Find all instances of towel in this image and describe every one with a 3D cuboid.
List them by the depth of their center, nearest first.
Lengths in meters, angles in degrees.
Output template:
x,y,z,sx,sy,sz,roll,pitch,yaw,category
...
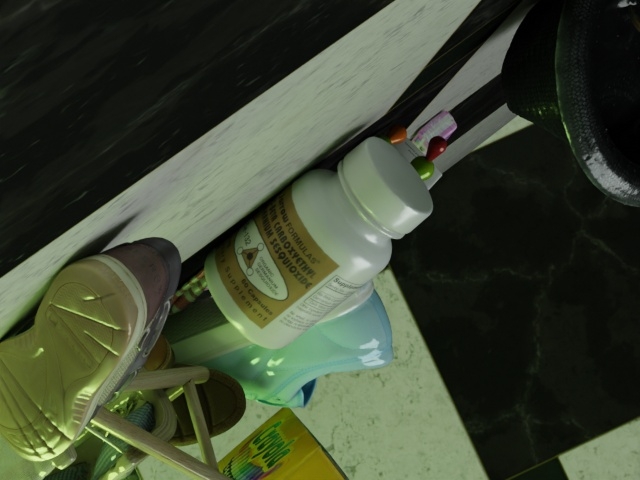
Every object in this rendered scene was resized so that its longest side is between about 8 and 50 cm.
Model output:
x,y,z,sx,sy,sz,roll,pitch,yaw,category
-0.086,0.016,2.186,0.197,0.029,0.144,-39,176,27,towel

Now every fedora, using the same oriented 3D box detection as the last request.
x,y,z,sx,sy,sz,roll,pitch,yaw,category
0.305,-0.188,2.050,0.152,0.334,0.334,1,-154,42,fedora

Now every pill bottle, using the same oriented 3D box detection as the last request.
x,y,z,sx,sy,sz,roll,pitch,yaw,category
0.000,0.000,1.982,0.229,0.131,0.131,-39,177,22,pill bottle

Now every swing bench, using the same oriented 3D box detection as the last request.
x,y,z,sx,sy,sz,roll,pitch,yaw,category
-0.260,0.228,1.868,0.253,0.165,0.254,-38,144,26,swing bench

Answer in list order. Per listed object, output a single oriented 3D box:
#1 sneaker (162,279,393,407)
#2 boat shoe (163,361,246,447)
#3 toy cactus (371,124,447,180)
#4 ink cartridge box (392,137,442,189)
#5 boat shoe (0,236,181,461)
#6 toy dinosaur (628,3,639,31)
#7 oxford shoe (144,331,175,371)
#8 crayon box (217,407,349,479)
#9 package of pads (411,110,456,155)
x,y,z,sx,sy,sz,roll,pitch,yaw,category
-0.084,0.142,2.178,0.366,0.150,0.135,-17,-163,29,sneaker
-0.214,0.185,2.117,0.257,0.095,0.095,-4,178,-8,boat shoe
0.050,-0.034,2.146,0.219,0.112,0.180,-38,167,-48,toy cactus
0.042,-0.026,2.325,0.191,0.082,0.139,-48,-177,-34,ink cartridge box
-0.183,0.085,1.482,0.092,0.103,0.285,-29,166,-37,boat shoe
0.424,-0.330,1.939,0.127,0.200,0.296,63,36,-50,toy dinosaur
-0.259,0.149,2.011,0.212,0.076,0.076,-34,146,-12,oxford shoe
-0.110,0.333,2.058,0.313,0.106,0.363,-41,-174,-4,crayon box
0.151,-0.142,2.527,0.050,0.032,0.083,-36,177,-8,package of pads
